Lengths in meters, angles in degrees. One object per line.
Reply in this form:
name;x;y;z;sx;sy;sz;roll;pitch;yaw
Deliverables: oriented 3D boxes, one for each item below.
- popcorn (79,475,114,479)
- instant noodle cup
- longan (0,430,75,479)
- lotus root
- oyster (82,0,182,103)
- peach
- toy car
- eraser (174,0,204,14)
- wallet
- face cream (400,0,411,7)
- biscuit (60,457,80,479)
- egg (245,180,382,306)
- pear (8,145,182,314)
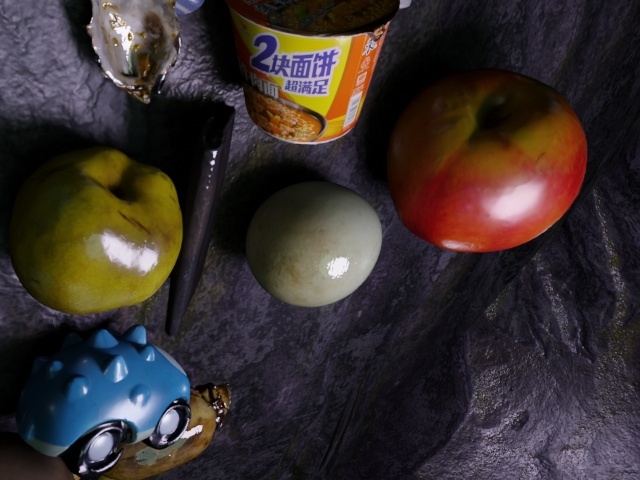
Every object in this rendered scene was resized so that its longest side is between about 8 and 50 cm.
popcorn;-0.443;0.559;0.938;0.221;0.183;0.204;-43;136;16
instant noodle cup;-0.017;-0.239;0.612;0.213;0.213;0.174;-30;150;-26
longan;-0.481;0.402;0.673;0.258;0.258;0.258;-30;142;-26
lotus root;-0.317;0.362;0.892;0.314;0.169;0.141;-8;98;-39
oyster;-0.209;-0.226;0.528;0.103;0.051;0.148;-1;125;-27
peach;0.316;-0.141;0.945;0.388;0.388;0.388;-30;142;-26
toy car;-0.326;0.227;0.736;0.255;0.188;0.190;5;96;-56
eraser;-0.126;-0.358;0.504;0.082;0.036;0.225;12;114;-55
wallet;-0.181;-0.027;0.691;0.044;0.170;0.321;15;121;-10
face cream;0.098;-0.436;0.628;0.096;0.096;0.214;-23;139;-33
biscuit;-0.517;0.451;0.848;0.183;0.061;0.118;-46;145;-8
egg;0.000;0.000;0.850;0.295;0.218;0.218;-23;141;-54
pear;-0.263;-0.007;0.563;0.200;0.200;0.200;-30;142;-26
